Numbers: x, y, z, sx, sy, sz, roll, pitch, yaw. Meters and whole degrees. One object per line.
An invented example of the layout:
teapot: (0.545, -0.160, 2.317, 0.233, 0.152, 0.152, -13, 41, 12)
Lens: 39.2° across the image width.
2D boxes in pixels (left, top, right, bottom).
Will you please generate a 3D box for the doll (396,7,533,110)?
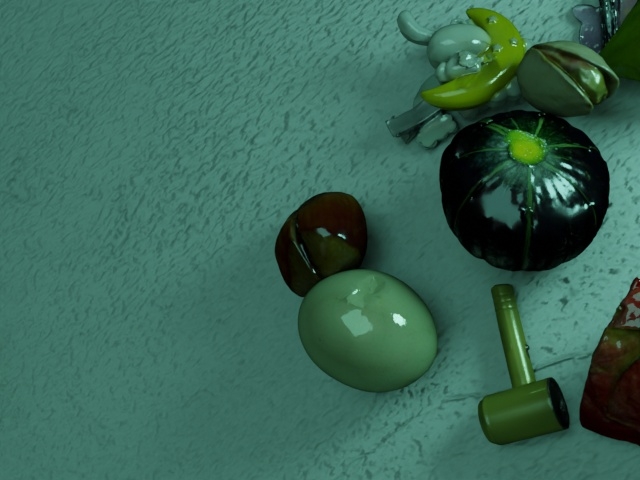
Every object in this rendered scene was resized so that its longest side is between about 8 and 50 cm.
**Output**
doll: (0.280, -0.351, 1.718, 0.252, 0.111, 0.237, -5, 67, 6)

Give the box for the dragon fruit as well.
dragon fruit: (0.588, 0.178, 1.386, 0.330, 0.302, 0.240, 10, 48, 17)

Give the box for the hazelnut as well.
hazelnut: (-0.002, -0.002, 1.773, 0.212, 0.181, 0.181, -37, 74, 28)

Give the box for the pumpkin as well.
pumpkin: (0.353, -0.066, 1.566, 0.295, 0.296, 0.296, -9, 71, 28)

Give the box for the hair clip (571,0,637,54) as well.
hair clip: (0.538, -0.400, 1.647, 0.146, 0.056, 0.187, -11, 79, 27)

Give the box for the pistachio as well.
pistachio: (0.422, -0.283, 1.562, 0.144, 0.144, 0.215, -59, 22, 3)

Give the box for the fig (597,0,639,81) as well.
fig: (0.627, -0.343, 1.509, 0.314, 0.233, 0.233, 126, 136, -57)

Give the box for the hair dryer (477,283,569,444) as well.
hair dryer: (0.333, 0.210, 1.574, 0.134, 0.090, 0.279, -22, 59, 26)

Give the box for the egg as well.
egg: (0.085, 0.163, 1.646, 0.269, 0.219, 0.219, 24, 88, 17)

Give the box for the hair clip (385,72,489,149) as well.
hair clip: (0.237, -0.270, 1.785, 0.220, 0.054, 0.140, -35, 57, 14)
